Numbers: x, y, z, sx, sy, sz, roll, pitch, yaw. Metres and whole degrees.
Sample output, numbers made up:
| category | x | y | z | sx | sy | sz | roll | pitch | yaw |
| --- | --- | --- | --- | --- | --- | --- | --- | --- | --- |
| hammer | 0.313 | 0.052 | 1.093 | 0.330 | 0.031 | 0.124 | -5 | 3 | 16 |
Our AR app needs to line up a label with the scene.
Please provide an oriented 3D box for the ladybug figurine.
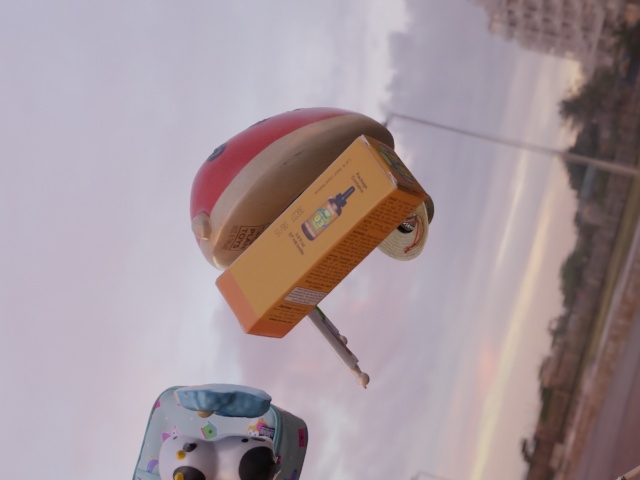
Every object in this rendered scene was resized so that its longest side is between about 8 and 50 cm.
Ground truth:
| category | x | y | z | sx | sy | sz | roll | pitch | yaw |
| --- | --- | --- | --- | --- | --- | --- | --- | --- | --- |
| ladybug figurine | -0.060 | -0.101 | 2.054 | 0.449 | 0.162 | 0.305 | -23 | -28 | -48 |

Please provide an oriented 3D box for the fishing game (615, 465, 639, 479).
| category | x | y | z | sx | sy | sz | roll | pitch | yaw |
| --- | --- | --- | --- | --- | --- | --- | --- | --- | --- |
| fishing game | 0.451 | 0.270 | 1.452 | 0.264 | 0.189 | 0.041 | 39 | -159 | -58 |

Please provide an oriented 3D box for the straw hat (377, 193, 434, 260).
| category | x | y | z | sx | sy | sz | roll | pitch | yaw |
| --- | --- | --- | --- | --- | --- | --- | --- | --- | --- |
| straw hat | 0.121 | -0.043 | 1.693 | 0.061 | 0.144 | 0.144 | -14 | -53 | -35 |

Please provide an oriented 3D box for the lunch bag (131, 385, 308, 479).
| category | x | y | z | sx | sy | sz | roll | pitch | yaw |
| --- | --- | --- | --- | --- | --- | --- | --- | --- | --- |
| lunch bag | -0.161 | 0.355 | 1.948 | 0.108 | 0.279 | 0.224 | 36 | -114 | -50 |

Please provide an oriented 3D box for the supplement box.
| category | x | y | z | sx | sy | sz | roll | pitch | yaw |
| --- | --- | --- | --- | --- | --- | --- | --- | --- | --- |
| supplement box | 0.000 | 0.000 | 1.289 | 0.233 | 0.078 | 0.080 | -45 | -31 | 21 |

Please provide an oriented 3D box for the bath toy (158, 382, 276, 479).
| category | x | y | z | sx | sy | sz | roll | pitch | yaw |
| --- | --- | --- | --- | --- | --- | --- | --- | --- | --- |
| bath toy | -0.132 | 0.361 | 1.576 | 0.129 | 0.151 | 0.348 | 14 | -106 | -82 |

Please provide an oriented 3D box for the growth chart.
| category | x | y | z | sx | sy | sz | roll | pitch | yaw |
| --- | --- | --- | --- | --- | --- | --- | --- | --- | --- |
| growth chart | -0.001 | 0.100 | 1.503 | 0.021 | 0.172 | 0.237 | -40 | 7 | 0 |
